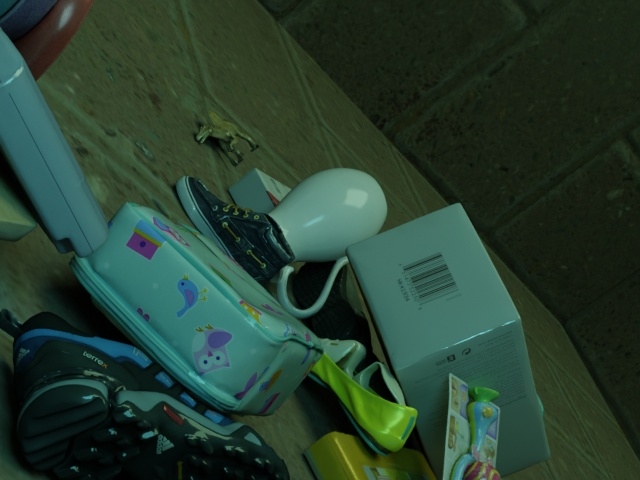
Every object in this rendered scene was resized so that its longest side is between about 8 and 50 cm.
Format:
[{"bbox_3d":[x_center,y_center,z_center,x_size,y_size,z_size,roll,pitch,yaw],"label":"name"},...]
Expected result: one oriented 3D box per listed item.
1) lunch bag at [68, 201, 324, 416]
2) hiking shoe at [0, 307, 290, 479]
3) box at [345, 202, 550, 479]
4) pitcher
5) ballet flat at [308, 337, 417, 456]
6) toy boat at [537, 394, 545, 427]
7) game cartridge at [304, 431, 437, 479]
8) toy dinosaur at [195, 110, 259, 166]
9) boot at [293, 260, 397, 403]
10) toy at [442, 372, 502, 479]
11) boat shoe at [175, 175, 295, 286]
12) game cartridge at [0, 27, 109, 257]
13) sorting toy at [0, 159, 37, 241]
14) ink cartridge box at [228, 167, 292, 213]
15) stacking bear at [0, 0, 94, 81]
[{"bbox_3d":[-0.118,0.068,1.210,0.224,0.108,0.279,40,0,13],"label":"lunch bag"},{"bbox_3d":[-0.132,0.149,1.031,0.304,0.113,0.132,41,15,-46],"label":"hiking shoe"},{"bbox_3d":[0.176,0.156,1.662,0.345,0.168,0.215,68,0,-48],"label":"box"},{"bbox_3d":[0.000,0.000,1.721,0.207,0.125,0.178,-25,91,-32],"label":"pitcher"},{"bbox_3d":[0.039,0.168,1.505,0.077,0.077,0.231,31,9,-46],"label":"ballet flat"},{"bbox_3d":[0.285,0.227,2.147,0.318,0.148,0.267,58,14,18],"label":"toy boat"},{"bbox_3d":[0.129,0.382,1.446,0.324,0.052,0.285,58,15,26],"label":"game cartridge"},{"bbox_3d":[-0.142,-0.167,1.928,0.093,0.053,0.183,50,14,-5],"label":"toy dinosaur"},{"bbox_3d":[0.038,0.132,1.769,0.161,0.083,0.246,59,8,-31],"label":"boot"},{"bbox_3d":[0.195,0.288,1.471,0.137,0.056,0.237,37,48,-46],"label":"toy"},{"bbox_3d":[-0.109,-0.025,1.609,0.183,0.083,0.065,55,14,9],"label":"boat shoe"},{"bbox_3d":[-0.280,-0.121,1.073,0.294,0.060,0.196,41,-18,53],"label":"game cartridge"},{"bbox_3d":[-0.369,-0.097,0.916,0.257,0.089,0.255,56,14,15],"label":"sorting toy"},{"bbox_3d":[-0.065,-0.038,1.847,0.135,0.056,0.099,29,28,-59],"label":"ink cartridge box"},{"bbox_3d":[-0.389,-0.318,1.291,0.289,0.164,0.175,36,21,-38],"label":"stacking bear"}]
